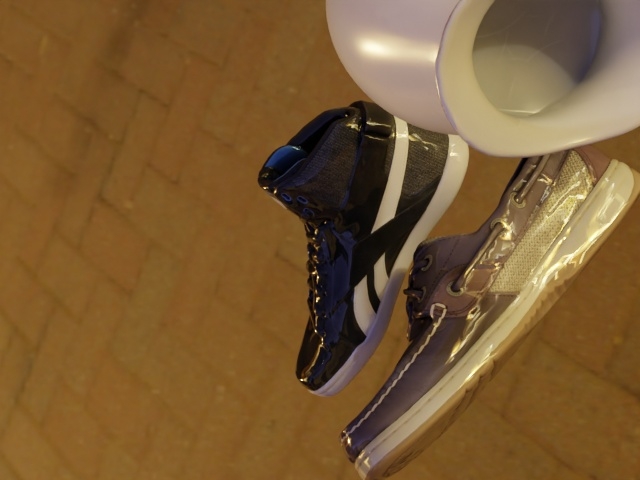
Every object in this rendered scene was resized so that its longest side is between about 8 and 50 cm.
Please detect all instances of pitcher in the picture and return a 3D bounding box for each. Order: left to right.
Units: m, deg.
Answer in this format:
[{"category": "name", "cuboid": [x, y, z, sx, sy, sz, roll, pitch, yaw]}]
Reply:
[{"category": "pitcher", "cuboid": [0.103, -0.105, 0.610, 0.207, 0.178, 0.125, -130, 44, -65]}]

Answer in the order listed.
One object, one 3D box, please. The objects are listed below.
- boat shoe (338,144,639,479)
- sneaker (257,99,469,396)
[{"category": "boat shoe", "cuboid": [0.099, 0.034, 0.832, 0.285, 0.092, 0.103, -46, -11, -19]}, {"category": "sneaker", "cuboid": [0.000, 0.000, 0.874, 0.216, 0.121, 0.079, -64, 22, 18]}]
